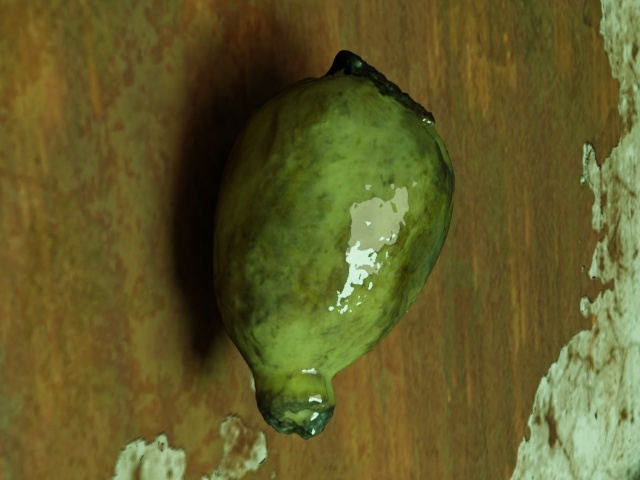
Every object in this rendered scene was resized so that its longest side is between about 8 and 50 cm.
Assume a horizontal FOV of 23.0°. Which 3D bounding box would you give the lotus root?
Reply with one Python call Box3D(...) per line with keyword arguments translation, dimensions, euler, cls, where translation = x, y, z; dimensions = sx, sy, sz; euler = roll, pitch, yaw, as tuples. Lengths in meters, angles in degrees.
Box3D(translation=(0.000, 0.000, 0.871), dimensions=(0.138, 0.138, 0.214), euler=(36, 67, -50), cls="lotus root")
